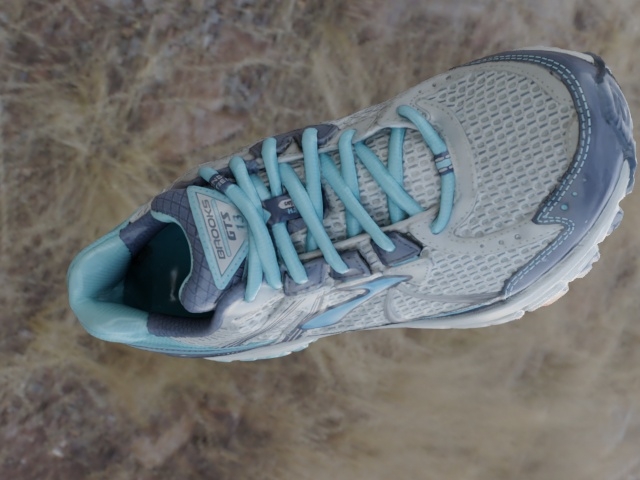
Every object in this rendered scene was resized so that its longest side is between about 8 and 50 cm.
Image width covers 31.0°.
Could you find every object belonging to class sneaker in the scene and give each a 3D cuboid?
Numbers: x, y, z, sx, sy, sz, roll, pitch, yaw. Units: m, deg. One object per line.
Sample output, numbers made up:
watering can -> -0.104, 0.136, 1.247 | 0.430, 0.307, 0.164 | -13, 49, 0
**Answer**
sneaker -> 0.000, 0.000, 0.503 | 0.122, 0.283, 0.110 | -1, 71, -49
